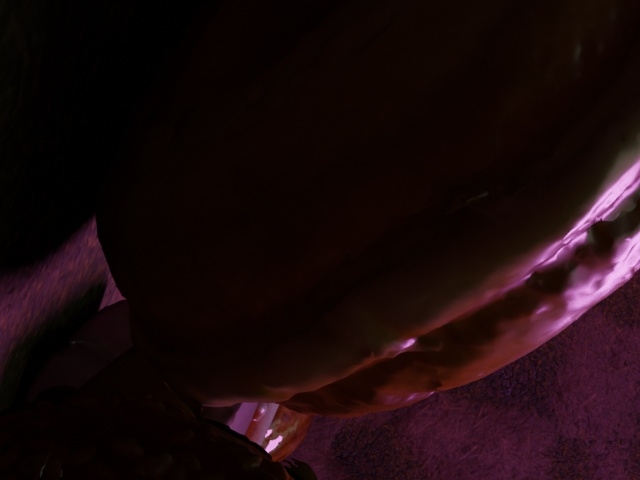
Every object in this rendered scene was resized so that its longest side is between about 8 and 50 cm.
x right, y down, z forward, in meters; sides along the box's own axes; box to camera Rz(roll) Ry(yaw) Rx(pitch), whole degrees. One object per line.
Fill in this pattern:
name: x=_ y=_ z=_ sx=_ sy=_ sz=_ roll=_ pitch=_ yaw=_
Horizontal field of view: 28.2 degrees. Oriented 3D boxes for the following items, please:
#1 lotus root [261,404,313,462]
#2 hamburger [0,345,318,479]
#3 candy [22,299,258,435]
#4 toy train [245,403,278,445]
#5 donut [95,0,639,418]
lotus root: x=-0.092 y=0.188 z=1.525 sx=0.291 sy=0.193 sz=0.193 roll=-65 pitch=175 yaw=-57
hamburger: x=-0.096 y=0.201 z=0.570 sx=0.225 sy=0.291 sz=0.291 roll=89 pitch=22 yaw=-78
candy: x=-0.133 y=0.152 z=0.867 sx=0.195 sy=0.137 sz=0.185 roll=-52 pitch=163 yaw=-75
toy train: x=-0.110 y=0.193 z=1.276 sx=0.177 sy=0.116 sz=0.285 roll=-37 pitch=-162 yaw=41
donut: x=0.056 y=-0.091 z=0.722 sx=0.449 sy=0.198 sz=0.449 roll=-37 pitch=-152 yaw=23
